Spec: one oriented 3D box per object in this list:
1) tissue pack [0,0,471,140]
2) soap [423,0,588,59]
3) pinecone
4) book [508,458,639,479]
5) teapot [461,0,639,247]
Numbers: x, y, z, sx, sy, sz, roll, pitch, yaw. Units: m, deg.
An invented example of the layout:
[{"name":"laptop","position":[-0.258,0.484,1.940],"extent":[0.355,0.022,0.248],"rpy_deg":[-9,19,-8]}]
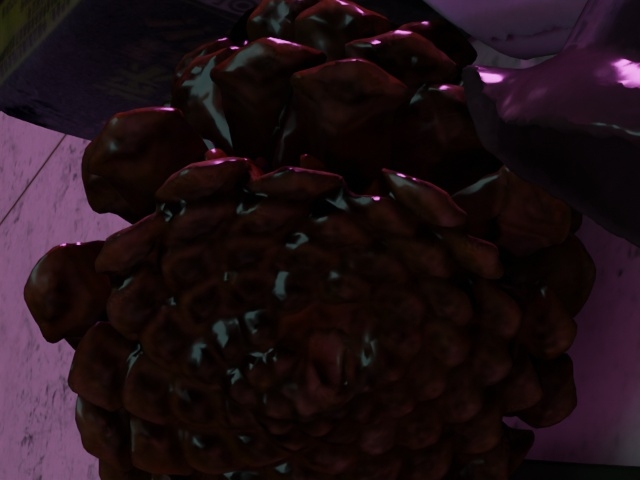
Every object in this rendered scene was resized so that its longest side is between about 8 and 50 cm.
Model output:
[{"name":"tissue pack","position":[-0.068,-0.186,1.383],"extent":[0.394,0.288,0.124],"rpy_deg":[-31,52,55]},{"name":"soap","position":[0.200,-0.233,1.047],"extent":[0.446,0.156,0.261],"rpy_deg":[3,83,61]},{"name":"pinecone","position":[0.000,0.000,1.162],"extent":[0.384,0.384,0.384],"rpy_deg":[-28,58,56]},{"name":"book","position":[0.130,0.326,1.121],"extent":[0.260,0.043,0.371],"rpy_deg":[-8,73,63]},{"name":"teapot","position":[0.272,-0.116,0.671],"extent":[0.362,0.376,0.305],"rpy_deg":[-63,-6,0]}]
